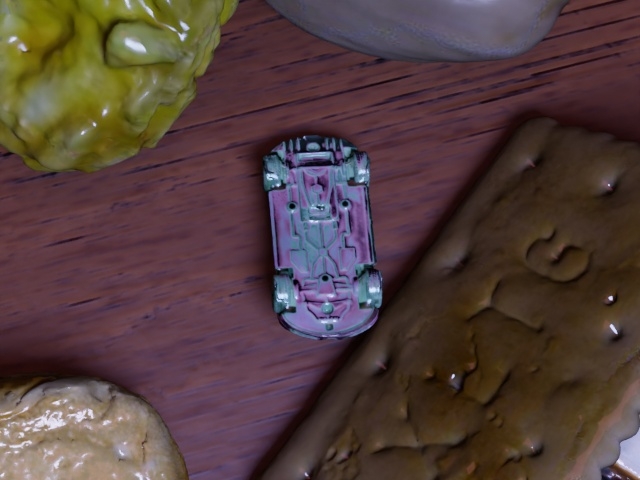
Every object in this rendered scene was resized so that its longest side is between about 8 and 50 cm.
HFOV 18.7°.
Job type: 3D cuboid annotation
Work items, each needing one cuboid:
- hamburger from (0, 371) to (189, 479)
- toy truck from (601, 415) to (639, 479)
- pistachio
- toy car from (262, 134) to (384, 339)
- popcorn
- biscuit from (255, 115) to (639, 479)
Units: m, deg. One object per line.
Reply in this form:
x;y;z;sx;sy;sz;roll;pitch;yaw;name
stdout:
-0.177;0.174;1.149;0.213;0.108;0.214;1;80;-3;hamburger
0.213;0.116;1.187;0.135;0.114;0.270;33;77;6;toy truck
0.051;-0.186;1.225;0.238;0.153;0.138;14;66;26;pistachio
0.000;0.000;1.225;0.069;0.055;0.142;-3;65;-6;toy car
-0.147;-0.139;1.192;0.197;0.155;0.198;2;103;11;popcorn
0.109;0.071;1.161;0.217;0.044;0.325;27;75;45;biscuit
